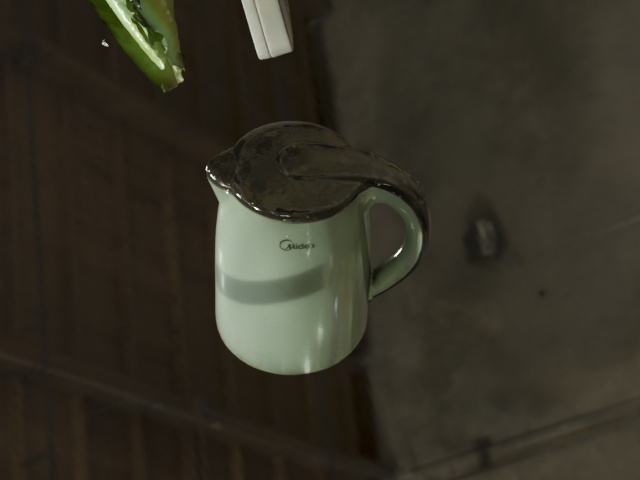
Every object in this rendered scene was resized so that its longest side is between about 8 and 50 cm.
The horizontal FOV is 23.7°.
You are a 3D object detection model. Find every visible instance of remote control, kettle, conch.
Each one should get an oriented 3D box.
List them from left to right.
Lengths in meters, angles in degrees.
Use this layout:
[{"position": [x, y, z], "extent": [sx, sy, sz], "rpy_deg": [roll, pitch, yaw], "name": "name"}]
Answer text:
[{"position": [-0.126, -0.189, 0.875], "extent": [0.095, 0.079, 0.201], "rpy_deg": [56, -172, -79], "name": "conch"}, {"position": [-0.065, -0.260, 1.105], "extent": [0.103, 0.034, 0.250], "rpy_deg": [-97, -8, -60], "name": "remote control"}, {"position": [0.000, 0.000, 1.530], "extent": [0.236, 0.221, 0.161], "rpy_deg": [91, 180, -46], "name": "kettle"}]
